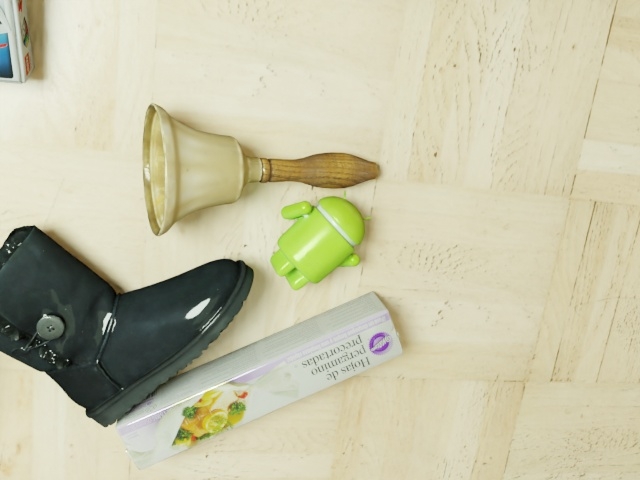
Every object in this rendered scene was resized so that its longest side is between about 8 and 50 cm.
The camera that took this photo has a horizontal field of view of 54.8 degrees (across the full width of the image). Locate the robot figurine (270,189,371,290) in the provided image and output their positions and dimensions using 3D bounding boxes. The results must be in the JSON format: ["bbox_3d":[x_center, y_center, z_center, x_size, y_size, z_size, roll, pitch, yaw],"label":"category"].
[{"bbox_3d":[0.000,0.000,0.670,0.115,0.067,0.101,-44,116,3],"label":"robot figurine"}]

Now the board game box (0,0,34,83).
[{"bbox_3d":[-0.406,-0.237,0.494,0.305,0.053,0.193,2,124,-13],"label":"board game box"}]

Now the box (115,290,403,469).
[{"bbox_3d":[-0.068,0.156,0.703,0.323,0.067,0.063,-23,110,-6],"label":"box"}]

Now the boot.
[{"bbox_3d":[-0.219,0.056,0.624,0.246,0.094,0.207,-41,114,8],"label":"boot"}]

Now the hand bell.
[{"bbox_3d":[-0.050,-0.074,0.635,0.241,0.126,0.126,-4,107,-24],"label":"hand bell"}]
